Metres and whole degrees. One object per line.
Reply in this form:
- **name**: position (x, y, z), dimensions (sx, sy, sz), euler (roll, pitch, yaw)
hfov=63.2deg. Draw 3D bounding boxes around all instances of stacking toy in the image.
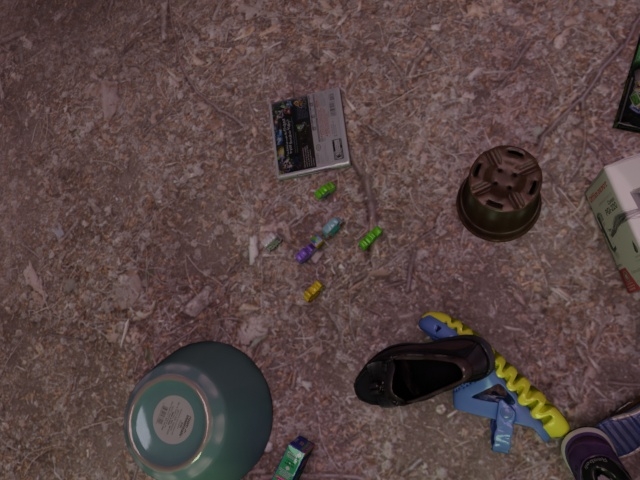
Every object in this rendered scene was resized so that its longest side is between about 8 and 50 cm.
- **stacking toy**: position (0.000, 0.000, 1.126), dimensions (0.221, 0.052, 0.167), euler (-43, 73, 1)

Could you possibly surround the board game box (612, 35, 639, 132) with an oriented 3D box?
- **board game box**: position (0.684, -0.329, 1.023), dimensions (0.136, 0.030, 0.260), euler (18, 84, 20)

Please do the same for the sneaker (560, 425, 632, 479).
- **sneaker**: position (0.488, 0.451, 0.831), dimensions (0.107, 0.124, 0.283), euler (-35, 92, 14)

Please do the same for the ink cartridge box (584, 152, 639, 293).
- **ink cartridge box**: position (0.568, -0.028, 0.921), dimensions (0.092, 0.158, 0.218), euler (-17, 74, 11)

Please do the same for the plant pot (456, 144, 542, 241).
- **plant pot**: position (0.344, -0.095, 0.991), dimensions (0.166, 0.165, 0.167), euler (-3, 77, 15)

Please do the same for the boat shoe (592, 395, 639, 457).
- **boat shoe**: position (0.543, 0.319, 0.903), dimensions (0.183, 0.066, 0.066), euler (-34, 76, 13)

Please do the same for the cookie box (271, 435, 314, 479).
- **cookie box**: position (-0.058, 0.449, 1.022), dimensions (0.040, 0.092, 0.107), euler (24, 86, 15)

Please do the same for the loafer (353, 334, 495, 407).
- **loafer**: position (0.161, 0.241, 0.938), dimensions (0.302, 0.095, 0.109), euler (-29, 79, 40)

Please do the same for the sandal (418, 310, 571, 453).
- **sandal**: position (0.292, 0.263, 0.957), dimensions (0.138, 0.126, 0.317), euler (-46, 70, 6)

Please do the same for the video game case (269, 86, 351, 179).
- **video game case**: position (-0.026, -0.245, 1.196), dimensions (0.173, 0.022, 0.191), euler (-10, 77, 12)

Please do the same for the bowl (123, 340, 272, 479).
- **bowl**: position (-0.271, 0.362, 1.060), dimensions (0.311, 0.163, 0.312), euler (-3, 78, 15)
